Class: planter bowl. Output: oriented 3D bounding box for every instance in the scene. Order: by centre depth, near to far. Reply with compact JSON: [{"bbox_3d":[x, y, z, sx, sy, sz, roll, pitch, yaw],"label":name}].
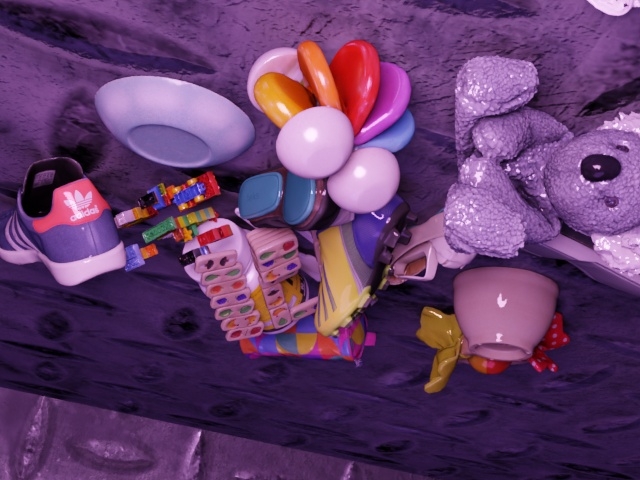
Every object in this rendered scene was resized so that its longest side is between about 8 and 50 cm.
[{"bbox_3d":[0.276,0.119,1.460,0.162,0.109,0.162,9,158,4],"label":"planter bowl"}]

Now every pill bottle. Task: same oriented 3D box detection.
[{"bbox_3d":[-0.111,0.054,1.445,0.119,0.119,0.208,-2,156,26],"label":"pill bottle"}]

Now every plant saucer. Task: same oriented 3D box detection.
[{"bbox_3d":[-0.175,-0.127,1.140,0.194,0.038,0.195,8,158,3],"label":"plant saucer"}]

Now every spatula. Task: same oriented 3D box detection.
[{"bbox_3d":[0.000,0.000,1.409,0.168,0.019,0.242,-5,150,34],"label":"spatula"}]

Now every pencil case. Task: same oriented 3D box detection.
[{"bbox_3d":[-0.028,0.168,1.722,0.236,0.105,0.104,1,156,24],"label":"pencil case"}]

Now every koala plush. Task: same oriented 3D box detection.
[{"bbox_3d":[0.244,-0.062,0.954,0.221,0.196,0.203,4,169,12],"label":"koala plush"}]

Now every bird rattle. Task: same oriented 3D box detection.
[{"bbox_3d":[0.293,0.175,1.636,0.253,0.143,0.207,-10,166,12],"label":"bird rattle"}]

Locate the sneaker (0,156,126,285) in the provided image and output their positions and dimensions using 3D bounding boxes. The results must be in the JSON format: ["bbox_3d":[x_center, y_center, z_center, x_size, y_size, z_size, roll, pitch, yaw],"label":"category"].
[{"bbox_3d":[-0.379,-0.045,1.341,0.131,0.148,0.350,-24,-159,-33],"label":"sneaker"}]

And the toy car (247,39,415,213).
[{"bbox_3d":[0.024,-0.129,0.951,0.136,0.159,0.182,-41,136,15],"label":"toy car"}]

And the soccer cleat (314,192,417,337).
[{"bbox_3d":[0.036,0.023,1.285,0.121,0.093,0.289,37,140,12],"label":"soccer cleat"}]

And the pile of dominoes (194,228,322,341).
[{"bbox_3d":[-0.060,0.067,1.356,0.195,0.040,0.251,-24,145,-9],"label":"pile of dominoes"}]

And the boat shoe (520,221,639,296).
[{"bbox_3d":[0.349,0.002,1.166,0.302,0.091,0.114,23,174,-34],"label":"boat shoe"}]

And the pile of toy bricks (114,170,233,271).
[{"bbox_3d":[-0.189,-0.025,1.337,0.212,0.118,0.105,-22,180,36],"label":"pile of toy bricks"}]

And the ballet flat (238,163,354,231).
[{"bbox_3d":[-0.015,-0.057,1.148,0.096,0.095,0.280,6,180,-21],"label":"ballet flat"}]

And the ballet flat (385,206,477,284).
[{"bbox_3d":[0.159,0.009,1.274,0.086,0.086,0.248,21,155,-26],"label":"ballet flat"}]

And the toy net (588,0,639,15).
[{"bbox_3d":[0.179,-0.219,0.759,0.232,0.045,0.122,19,156,-22],"label":"toy net"}]
